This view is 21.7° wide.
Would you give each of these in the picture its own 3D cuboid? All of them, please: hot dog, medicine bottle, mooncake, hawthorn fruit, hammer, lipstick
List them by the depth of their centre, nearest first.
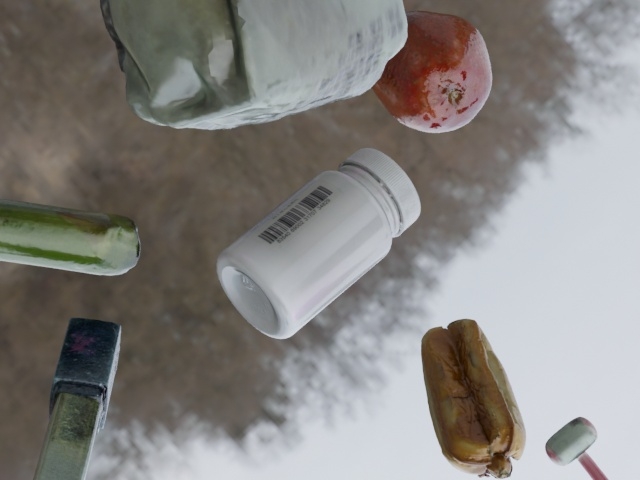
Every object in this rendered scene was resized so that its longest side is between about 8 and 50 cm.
[{"bbox_3d":[-0.059,-0.197,1.097,0.136,0.250,0.254,-17,177,33],"label":"mooncake"},{"bbox_3d":[-0.206,0.165,1.376,0.312,0.051,0.051,-90,-169,-62],"label":"lipstick"},{"bbox_3d":[0.252,0.209,1.572,0.052,0.083,0.031,-38,177,0],"label":"hammer"},{"bbox_3d":[0.000,0.000,1.573,0.186,0.103,0.103,-40,-178,-25],"label":"medicine bottle"},{"bbox_3d":[0.125,-0.178,1.808,0.133,0.133,0.138,-41,-144,15],"label":"hawthorn fruit"},{"bbox_3d":[0.177,0.193,1.960,0.102,0.076,0.249,-17,-141,1],"label":"hot dog"}]

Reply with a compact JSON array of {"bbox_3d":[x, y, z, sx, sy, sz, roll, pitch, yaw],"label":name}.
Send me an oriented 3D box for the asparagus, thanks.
[{"bbox_3d":[-0.293,-0.011,1.481,0.067,0.277,0.060,50,-53,53],"label":"asparagus"}]
